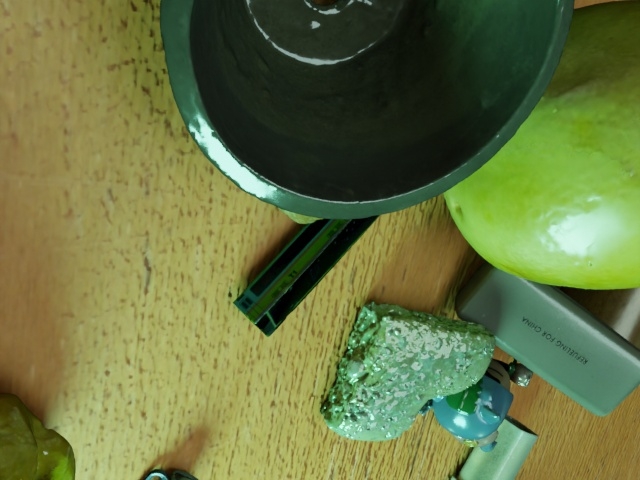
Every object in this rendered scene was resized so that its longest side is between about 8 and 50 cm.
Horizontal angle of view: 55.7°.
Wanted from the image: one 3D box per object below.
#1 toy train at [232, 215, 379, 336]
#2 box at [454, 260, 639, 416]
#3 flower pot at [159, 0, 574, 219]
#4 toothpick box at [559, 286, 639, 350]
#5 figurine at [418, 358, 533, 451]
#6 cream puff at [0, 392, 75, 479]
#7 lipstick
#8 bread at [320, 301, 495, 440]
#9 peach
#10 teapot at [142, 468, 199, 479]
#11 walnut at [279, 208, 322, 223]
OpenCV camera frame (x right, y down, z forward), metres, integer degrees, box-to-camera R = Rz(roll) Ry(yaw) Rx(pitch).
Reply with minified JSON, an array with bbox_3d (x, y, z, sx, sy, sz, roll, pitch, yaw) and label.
[{"bbox_3d":[0.000,0.000,0.602,0.209,0.042,0.044,-47,153,-11],"label":"toy train"},{"bbox_3d":[0.294,0.119,0.774,0.243,0.055,0.103,36,107,-4],"label":"box"},{"bbox_3d":[0.020,-0.168,0.432,0.268,0.166,0.269,-8,130,-10],"label":"flower pot"},{"bbox_3d":[0.426,0.061,0.862,0.192,0.192,0.294,18,104,-41],"label":"toothpick box"},{"bbox_3d":[0.217,0.215,0.832,0.144,0.114,0.178,-47,142,-19],"label":"figurine"},{"bbox_3d":[-0.275,0.213,0.409,0.221,0.194,0.195,-50,131,-12],"label":"cream puff"},{"bbox_3d":[0.244,0.393,0.944,0.077,0.079,0.253,26,92,-40],"label":"lipstick"},{"bbox_3d":[0.101,0.140,0.703,0.232,0.064,0.173,-27,112,-9],"label":"bread"},{"bbox_3d":[0.290,-0.090,0.611,0.314,0.315,0.282,4,92,-30],"label":"peach"},{"bbox_3d":[-0.159,0.274,0.613,0.083,0.063,0.049,-57,163,-5],"label":"teapot"},{"bbox_3d":[-0.016,-0.062,0.540,0.078,0.083,0.096,-23,130,7],"label":"walnut"}]
